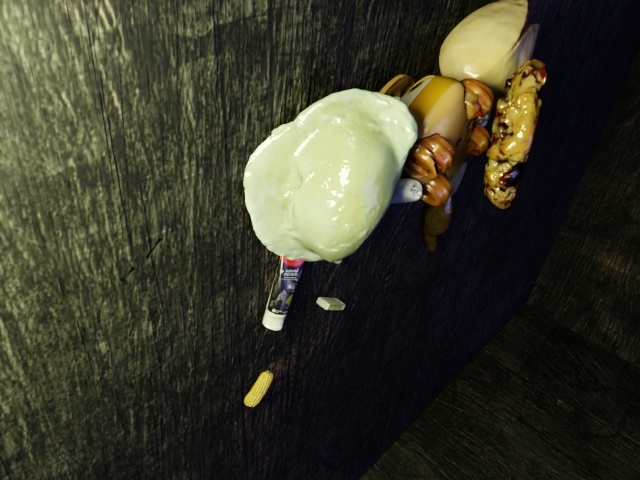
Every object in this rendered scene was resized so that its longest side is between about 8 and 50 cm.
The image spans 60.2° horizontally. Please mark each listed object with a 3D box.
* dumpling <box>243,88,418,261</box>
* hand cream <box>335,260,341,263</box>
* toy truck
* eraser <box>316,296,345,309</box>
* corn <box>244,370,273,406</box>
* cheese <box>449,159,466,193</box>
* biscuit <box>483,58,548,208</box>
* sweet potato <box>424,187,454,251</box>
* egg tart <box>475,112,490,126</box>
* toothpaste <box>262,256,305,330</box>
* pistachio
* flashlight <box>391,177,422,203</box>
[{"bbox_3d":[0.034,-0.096,0.973,0.270,0.212,0.320,21,91,-57],"label":"dumpling"},{"bbox_3d":[-0.001,-0.001,1.192,0.216,0.038,0.052,45,52,-56],"label":"hand cream"},{"bbox_3d":[0.215,-0.211,1.130,0.204,0.212,0.288,-52,153,-10],"label":"toy truck"},{"bbox_3d":[0.027,0.157,1.370,0.083,0.038,0.019,14,103,-58],"label":"eraser"},{"bbox_3d":[-0.144,0.351,1.305,0.092,0.037,0.037,-59,150,-4],"label":"corn"},{"bbox_3d":[0.366,-0.146,1.585,0.097,0.037,0.192,-27,138,-40],"label":"cheese"},{"bbox_3d":[0.389,-0.213,1.122,0.334,0.081,0.289,24,82,-73],"label":"biscuit"},{"bbox_3d":[0.333,-0.046,1.600,0.075,0.075,0.269,-40,154,-28],"label":"sweet potato"},{"bbox_3d":[0.334,-0.303,1.342,0.252,0.098,0.231,-38,142,-23],"label":"egg tart"},{"bbox_3d":[-0.077,0.094,1.157,0.071,0.045,0.193,5,111,-40],"label":"toothpaste"},{"bbox_3d":[0.371,-0.410,1.193,0.299,0.188,0.187,-52,151,-26],"label":"pistachio"},{"bbox_3d":[0.121,-0.098,1.123,0.093,0.200,0.047,13,80,-39],"label":"flashlight"}]
